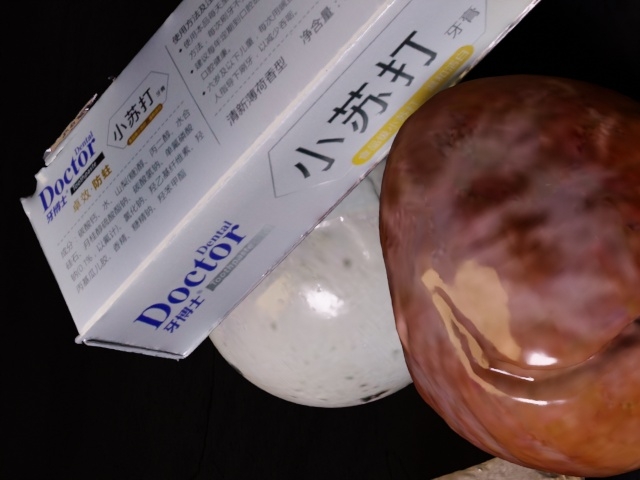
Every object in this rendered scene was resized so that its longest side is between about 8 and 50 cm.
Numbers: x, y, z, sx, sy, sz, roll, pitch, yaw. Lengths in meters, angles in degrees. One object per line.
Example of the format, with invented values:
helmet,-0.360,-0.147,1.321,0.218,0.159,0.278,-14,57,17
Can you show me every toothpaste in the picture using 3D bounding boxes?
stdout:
toothpaste,0.004,-0.083,0.587,0.313,0.071,0.089,-45,57,23

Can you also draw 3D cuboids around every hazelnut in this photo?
hazelnut,0.082,0.012,0.556,0.143,0.143,0.154,-47,57,56

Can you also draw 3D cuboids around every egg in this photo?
egg,0.000,0.000,0.707,0.164,0.131,0.131,-115,30,-44

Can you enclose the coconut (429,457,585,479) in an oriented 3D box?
coconut,0.075,0.160,0.642,0.116,0.116,0.122,-52,54,54
